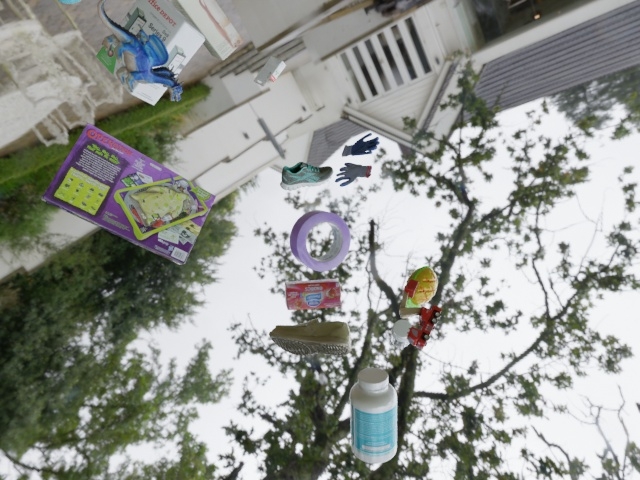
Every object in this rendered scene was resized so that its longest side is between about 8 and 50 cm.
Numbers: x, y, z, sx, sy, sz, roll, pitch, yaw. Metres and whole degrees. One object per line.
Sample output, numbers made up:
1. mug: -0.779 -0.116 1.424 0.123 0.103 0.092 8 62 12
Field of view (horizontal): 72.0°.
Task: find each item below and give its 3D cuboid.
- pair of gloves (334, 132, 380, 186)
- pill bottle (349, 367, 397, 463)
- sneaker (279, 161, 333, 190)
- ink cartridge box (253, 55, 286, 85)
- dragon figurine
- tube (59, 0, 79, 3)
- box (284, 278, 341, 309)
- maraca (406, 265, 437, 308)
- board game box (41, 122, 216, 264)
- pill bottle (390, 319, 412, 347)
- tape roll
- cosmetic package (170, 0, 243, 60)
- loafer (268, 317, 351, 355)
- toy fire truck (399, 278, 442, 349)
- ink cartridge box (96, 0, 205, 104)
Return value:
1. pair of gloves: 0.123 -0.270 1.474 0.159 0.023 0.198 0 -115 45
2. pill bottle: 0.164 0.535 1.365 0.146 0.264 0.146 -2 -166 0
3. sneaker: -0.039 -0.199 1.295 0.166 0.076 0.065 -17 -134 -14
4. ink cartridge box: -0.184 -0.603 1.587 0.063 0.029 0.115 37 -89 31
5. dragon figurine: -0.424 -0.452 1.047 0.144 0.289 0.085 -38 -122 -23
6. tube: -0.537 -0.591 0.885 0.080 0.207 0.052 1 -124 -10
7. box: -0.038 0.254 2.087 0.256 0.123 0.128 -3 -178 -8
8. maraca: 0.338 0.175 1.514 0.099 0.127 0.186 19 -101 50
9. board game box: -0.454 -0.105 1.087 0.056 0.347 0.208 -3 -120 57
10. pill bottle: 0.295 0.338 1.601 0.078 0.137 0.078 -3 -116 5
11. tape roll: 0.000 0.000 2.027 0.275 0.275 0.090 -35 -158 -18
12. cosmetic package: -0.473 -0.914 1.816 0.129 0.296 0.153 -44 -136 -3
13. loafer: -0.026 0.281 1.304 0.268 0.102 0.092 0 -134 25
14. toy fire truck: 0.290 0.222 1.335 0.135 0.047 0.192 26 -124 18
15. ink cartridge box: -0.555 -0.633 1.441 0.289 0.211 0.121 -47 166 11
